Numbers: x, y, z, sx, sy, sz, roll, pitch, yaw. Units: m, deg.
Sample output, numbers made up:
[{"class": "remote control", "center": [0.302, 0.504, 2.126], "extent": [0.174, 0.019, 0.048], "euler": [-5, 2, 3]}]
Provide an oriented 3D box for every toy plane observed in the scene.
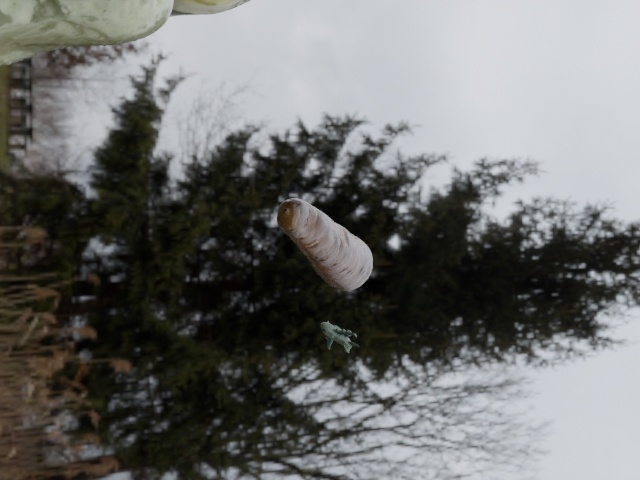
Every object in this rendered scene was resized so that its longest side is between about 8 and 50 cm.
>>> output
[{"class": "toy plane", "center": [0.032, 0.175, 1.609], "extent": [0.080, 0.083, 0.033], "euler": [-31, -156, 46]}]

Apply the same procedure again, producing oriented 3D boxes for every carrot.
[{"class": "carrot", "center": [0.000, 0.000, 0.851], "extent": [0.209, 0.061, 0.061], "euler": [42, 37, -68]}]

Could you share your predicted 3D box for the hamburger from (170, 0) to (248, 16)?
[{"class": "hamburger", "center": [-0.104, -0.331, 0.803], "extent": [0.151, 0.295, 0.227], "euler": [-18, -73, 52]}]

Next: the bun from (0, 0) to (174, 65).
[{"class": "bun", "center": [-0.197, -0.207, 0.548], "extent": [0.145, 0.229, 0.229], "euler": [119, -37, -56]}]
